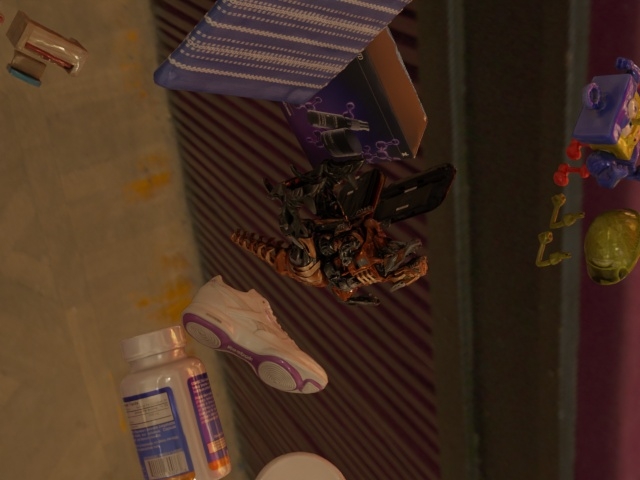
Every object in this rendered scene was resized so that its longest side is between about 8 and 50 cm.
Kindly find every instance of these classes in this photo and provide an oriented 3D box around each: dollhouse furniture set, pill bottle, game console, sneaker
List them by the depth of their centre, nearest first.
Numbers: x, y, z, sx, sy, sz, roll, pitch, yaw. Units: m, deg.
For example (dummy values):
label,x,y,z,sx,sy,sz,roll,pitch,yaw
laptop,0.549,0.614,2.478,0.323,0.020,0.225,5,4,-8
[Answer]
label,x,y,z,sx,sy,sz,roll,pitch,yaw
dollhouse furniture set,-0.390,-0.212,1.237,0.184,0.129,0.129,24,101,-33
pill bottle,-0.032,0.336,1.242,0.118,0.117,0.208,-22,159,-17
pill bottle,-0.258,0.289,1.779,0.152,0.152,0.272,-14,86,-21
sneaker,-0.105,0.174,1.948,0.305,0.152,0.114,34,139,-7
game console,0.121,-0.054,1.973,0.044,0.361,0.213,31,63,-26

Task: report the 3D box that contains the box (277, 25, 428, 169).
label,x,y,z,sx,sy,sz,roll,pitch,yaw
box,0.030,-0.241,1.568,0.261,0.184,0.103,60,35,-37

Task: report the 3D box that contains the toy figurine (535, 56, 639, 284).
label,x,y,z,sx,sy,sz,roll,pitch,yaw
toy figurine,0.407,-0.144,1.533,0.217,0.191,0.362,41,68,-46

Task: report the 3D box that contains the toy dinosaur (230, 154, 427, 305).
label,x,y,z,sx,sy,sz,roll,pitch,yaw
toy dinosaur,0.000,0.000,1.561,0.322,0.164,0.218,-5,109,12

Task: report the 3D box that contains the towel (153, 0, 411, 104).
label,x,y,z,sx,sy,sz,roll,pitch,yaw
towel,-0.008,-0.263,1.125,0.243,0.040,0.336,-2,151,-45
